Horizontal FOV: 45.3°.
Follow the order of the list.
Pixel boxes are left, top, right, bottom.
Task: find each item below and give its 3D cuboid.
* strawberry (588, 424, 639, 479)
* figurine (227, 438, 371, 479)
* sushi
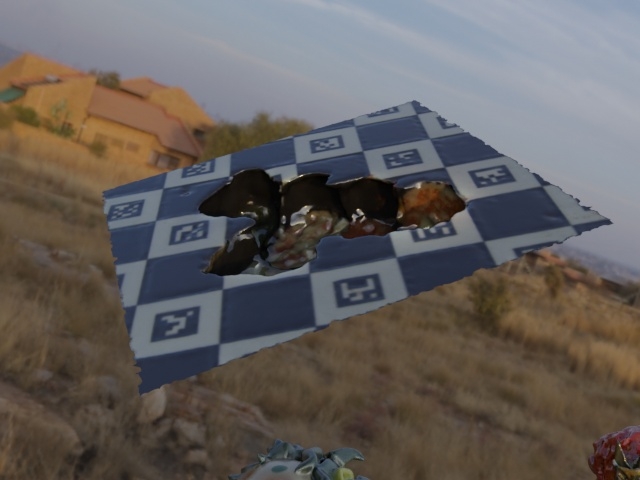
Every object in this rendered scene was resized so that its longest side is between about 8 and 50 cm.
[{"bbox_3d":[0.378,0.255,0.787,0.175,0.106,0.236,13,-24,42],"label":"strawberry"},{"bbox_3d":[-0.101,0.305,0.710,0.382,0.186,0.261,-14,20,-39],"label":"figurine"},{"bbox_3d":[0.000,0.000,0.641,0.339,0.068,0.320,-19,31,-13],"label":"sushi"}]
